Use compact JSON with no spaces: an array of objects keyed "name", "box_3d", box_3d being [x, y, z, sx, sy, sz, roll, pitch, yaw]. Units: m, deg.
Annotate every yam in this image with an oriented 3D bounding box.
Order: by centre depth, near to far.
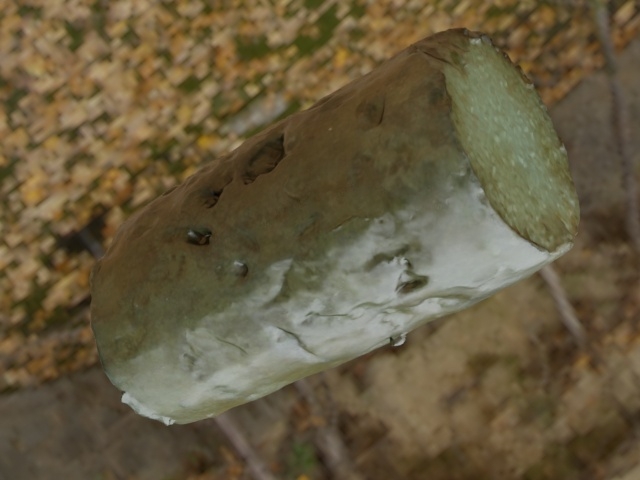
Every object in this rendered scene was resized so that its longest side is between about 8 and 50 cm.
[{"name":"yam","box_3d":[0.000,0.000,0.692,0.194,0.107,0.107,-28,167,26]}]
